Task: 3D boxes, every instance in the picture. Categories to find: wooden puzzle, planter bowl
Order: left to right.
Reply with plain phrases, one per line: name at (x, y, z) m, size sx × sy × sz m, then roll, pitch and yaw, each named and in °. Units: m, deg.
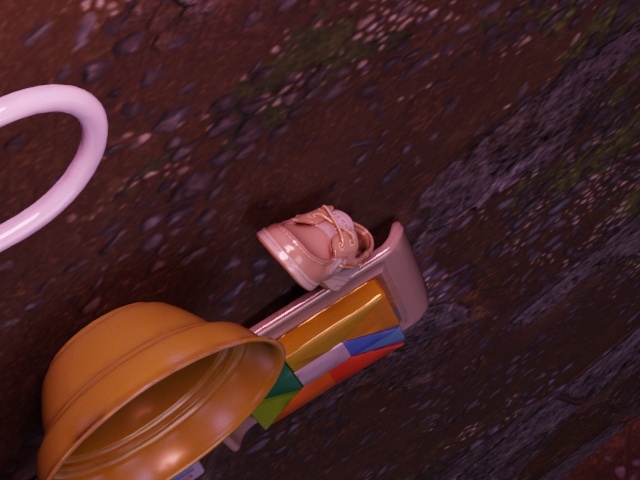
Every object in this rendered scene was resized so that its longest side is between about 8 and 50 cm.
planter bowl at (-0.139, 0.110, 1.405) m, size 0.217 × 0.090 × 0.217 m, roll -33°, pitch 159°, yaw -14°
wooden puzzle at (-0.003, 0.096, 1.673) m, size 0.238 × 0.044 × 0.221 m, roll -37°, pitch 160°, yaw -3°

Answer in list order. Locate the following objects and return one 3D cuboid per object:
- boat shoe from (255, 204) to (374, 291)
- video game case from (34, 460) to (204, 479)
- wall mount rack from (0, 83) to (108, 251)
boat shoe at (0.000, 0.000, 1.451) m, size 0.059 × 0.063 × 0.170 m, roll -43°, pitch 169°, yaw 9°
video game case at (-0.200, 0.227, 1.660) m, size 0.193 × 0.023 × 0.212 m, roll -35°, pitch 160°, yaw -7°
wall mount rack at (-0.278, 0.014, 0.925) m, size 0.350 × 0.130 × 0.304 m, roll -30°, pitch 155°, yaw -20°
